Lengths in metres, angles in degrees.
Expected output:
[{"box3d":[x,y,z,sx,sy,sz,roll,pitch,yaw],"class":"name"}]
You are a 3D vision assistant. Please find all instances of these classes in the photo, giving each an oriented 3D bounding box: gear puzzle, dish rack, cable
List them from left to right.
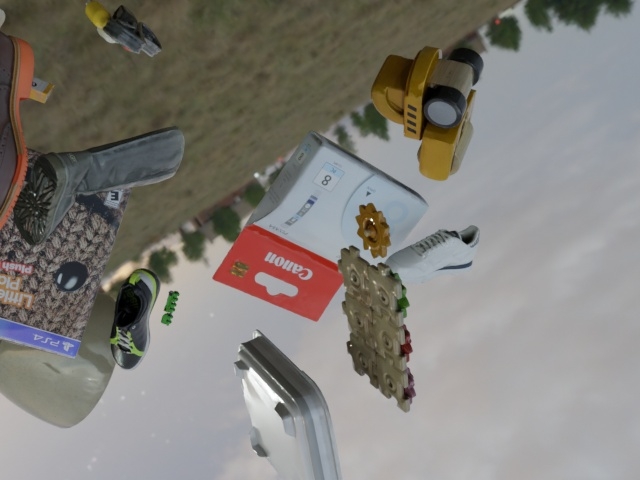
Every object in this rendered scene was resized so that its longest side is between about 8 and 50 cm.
[{"box3d":[-0.320,-0.328,1.373,0.072,0.139,0.287,-45,-150,8],"class":"cable"},{"box3d":[-0.068,0.339,1.505,0.072,0.286,0.333,-18,-157,-20],"class":"dish rack"},{"box3d":[0.093,0.092,1.309,0.044,0.339,0.175,-20,-152,-25],"class":"gear puzzle"}]

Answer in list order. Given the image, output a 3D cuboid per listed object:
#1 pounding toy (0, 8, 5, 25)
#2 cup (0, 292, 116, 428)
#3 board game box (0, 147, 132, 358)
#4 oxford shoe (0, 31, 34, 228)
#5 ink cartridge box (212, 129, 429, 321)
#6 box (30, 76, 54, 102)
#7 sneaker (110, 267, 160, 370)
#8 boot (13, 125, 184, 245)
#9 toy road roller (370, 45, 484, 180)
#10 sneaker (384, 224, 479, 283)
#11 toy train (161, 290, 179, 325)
[{"box3d":[-0.908,-0.509,2.022,0.270,0.154,0.154,-58,160,13],"class":"pounding toy"},{"box3d":[-0.652,0.243,1.924,0.331,0.237,0.331,-26,-129,37],"class":"cup"},{"box3d":[-0.461,0.019,1.331,0.141,0.232,0.291,156,-50,-70],"class":"board game box"},{"box3d":[-0.414,-0.131,0.993,0.096,0.272,0.098,-15,159,31],"class":"oxford shoe"},{"box3d":[0.000,0.000,1.762,0.385,0.308,0.091,-55,-145,13],"class":"ink cartridge box"},{"box3d":[-0.705,-0.371,1.962,0.081,0.136,0.028,-99,-149,-63],"class":"box"},{"box3d":[-0.387,0.161,1.649,0.097,0.084,0.235,-42,149,-66],"class":"sneaker"},{"box3d":[-0.307,-0.080,1.160,0.208,0.076,0.189,-28,171,-47],"class":"boot"},{"box3d":[0.257,-0.331,2.071,0.330,0.240,0.203,85,27,-52],"class":"toy road roller"},{"box3d":[0.230,0.023,1.720,0.235,0.090,0.095,-13,135,-34],"class":"sneaker"},{"box3d":[-0.325,0.145,1.793,0.017,0.023,0.083,-41,149,-73],"class":"toy train"}]
